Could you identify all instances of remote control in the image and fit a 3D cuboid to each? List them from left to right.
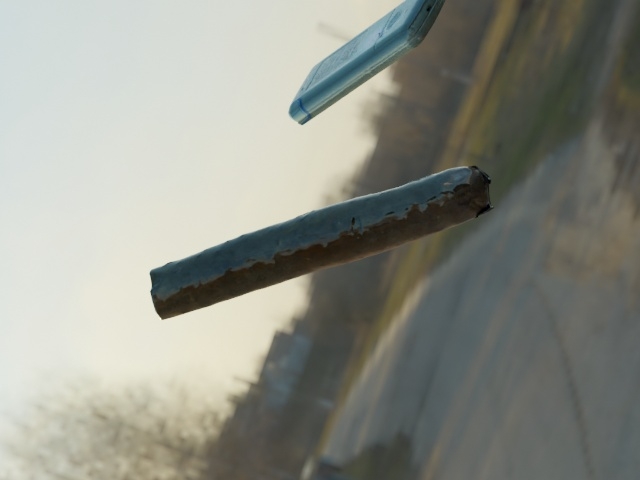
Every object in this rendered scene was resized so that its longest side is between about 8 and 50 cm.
[{"bbox_3d":[0.026,-0.110,1.114,0.124,0.018,0.053,-32,21,45],"label":"remote control"}]

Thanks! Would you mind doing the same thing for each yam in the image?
[{"bbox_3d":[0.000,0.000,1.368,0.046,0.264,0.046,-19,-90,-80],"label":"yam"}]
